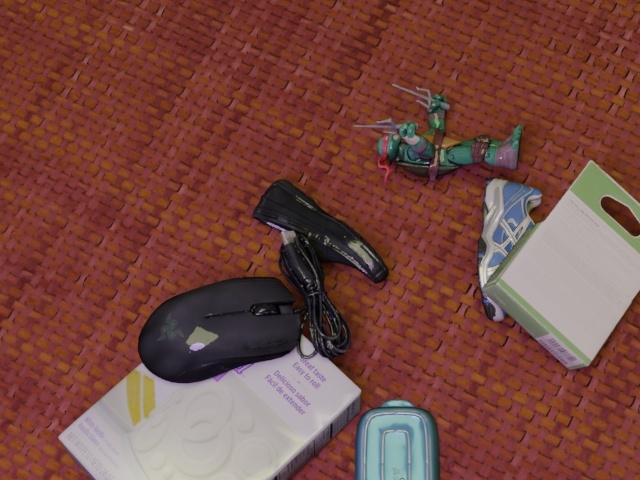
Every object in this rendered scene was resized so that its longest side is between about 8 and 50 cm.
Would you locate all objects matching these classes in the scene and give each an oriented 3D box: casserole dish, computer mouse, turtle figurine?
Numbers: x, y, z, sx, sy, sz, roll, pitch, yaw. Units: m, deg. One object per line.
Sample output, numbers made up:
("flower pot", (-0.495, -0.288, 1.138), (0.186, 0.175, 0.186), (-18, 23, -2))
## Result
("casserole dish", (0.101, 0.301, 1.668), (0.114, 0.037, 0.188), (-1, 70, 6))
("computer mouse", (-0.111, 0.097, 1.645), (0.272, 0.072, 0.188), (-18, 65, -8))
("turtle figurine", (0.168, -0.144, 1.790), (0.234, 0.118, 0.175), (7, 30, 7))

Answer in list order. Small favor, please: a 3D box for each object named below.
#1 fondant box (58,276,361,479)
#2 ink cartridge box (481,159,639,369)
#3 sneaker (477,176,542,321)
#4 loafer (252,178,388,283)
("fondant box", (-0.143, 0.244, 1.666), (0.330, 0.096, 0.238), (-41, 70, -18))
("ink cartridge box", (0.353, 0.033, 1.701), (0.171, 0.056, 0.235), (42, 68, -5))
("sneaker", (0.261, 0.010, 1.736), (0.081, 0.080, 0.211), (4, 71, 11))
("loafer", (0.000, 0.000, 1.775), (0.223, 0.076, 0.078), (36, 82, 22))
